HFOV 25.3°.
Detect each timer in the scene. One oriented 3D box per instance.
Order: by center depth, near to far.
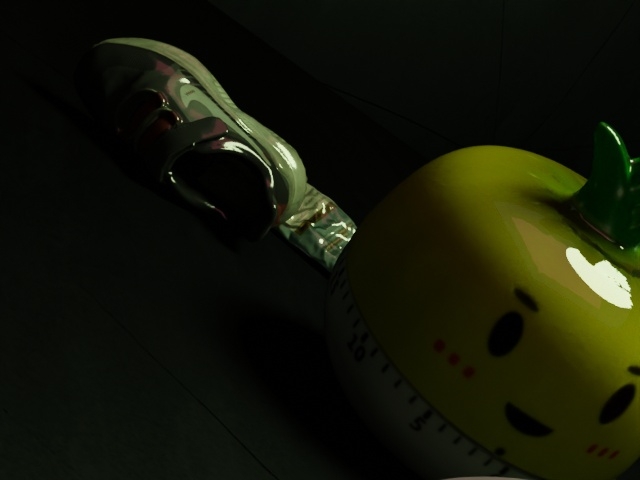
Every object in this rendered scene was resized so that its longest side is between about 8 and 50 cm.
[{"bbox_3d":[0.161,0.028,1.006,0.285,0.285,0.285,36,10,-8],"label":"timer"}]

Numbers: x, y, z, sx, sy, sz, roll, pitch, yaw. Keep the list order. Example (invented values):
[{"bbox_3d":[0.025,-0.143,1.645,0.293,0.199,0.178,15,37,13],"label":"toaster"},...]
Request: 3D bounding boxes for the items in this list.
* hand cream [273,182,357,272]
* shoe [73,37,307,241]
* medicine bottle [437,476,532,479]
[{"bbox_3d":[0.000,0.000,1.362,0.248,0.052,0.075,45,34,7],"label":"hand cream"},{"bbox_3d":[-0.109,-0.081,1.202,0.227,0.099,0.112,36,18,-14],"label":"shoe"},{"bbox_3d":[0.053,0.188,0.322,0.178,0.178,0.291,36,10,-10],"label":"medicine bottle"}]
